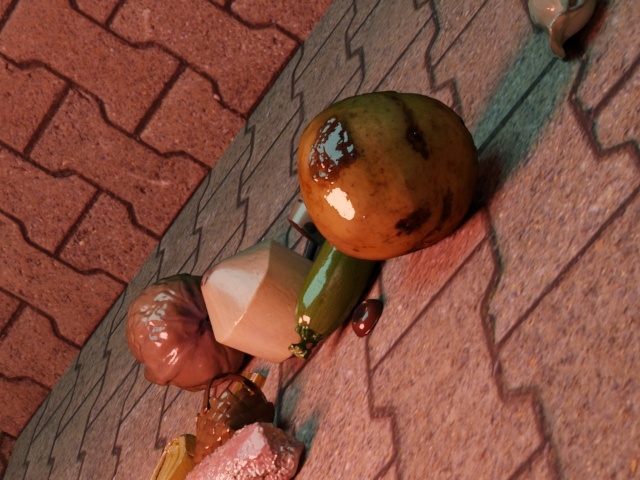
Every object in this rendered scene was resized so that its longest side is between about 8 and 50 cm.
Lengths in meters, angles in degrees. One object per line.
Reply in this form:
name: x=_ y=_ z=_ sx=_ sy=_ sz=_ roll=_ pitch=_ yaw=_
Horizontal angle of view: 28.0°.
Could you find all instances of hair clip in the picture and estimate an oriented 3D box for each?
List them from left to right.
hair clip: x=0.000 y=0.000 z=2.471 sx=0.083 sy=0.048 sz=0.275 roll=-27 pitch=39 yaw=59

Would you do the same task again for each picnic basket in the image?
picnic basket: x=-0.141 y=0.296 z=2.160 sx=0.138 sy=0.128 sz=0.178 roll=-43 pitch=24 yaw=35

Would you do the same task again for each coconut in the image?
coconut: x=-0.101 y=0.102 z=2.235 sx=0.202 sy=0.222 sz=0.202 roll=-53 pitch=21 yaw=30

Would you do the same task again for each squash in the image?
squash: x=0.046 y=0.029 z=2.152 sx=0.378 sy=0.101 sz=0.101 roll=-61 pitch=16 yaw=-16

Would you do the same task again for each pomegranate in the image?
pomegranate: x=0.095 y=-0.099 z=1.930 sx=0.281 sy=0.281 sz=0.281 roll=-52 pitch=17 yaw=23

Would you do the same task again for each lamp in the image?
lamp: x=0.033 y=-0.097 z=2.398 sx=0.214 sy=0.121 sz=0.121 roll=-50 pitch=15 yaw=-5

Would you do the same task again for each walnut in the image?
walnut: x=-0.262 y=0.183 z=2.527 sx=0.248 sy=0.248 sz=0.248 roll=-52 pitch=17 yaw=23

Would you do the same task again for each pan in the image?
pan: x=0.064 y=0.119 z=2.067 sx=0.068 sy=0.023 sz=0.115 roll=-61 pitch=16 yaw=-5

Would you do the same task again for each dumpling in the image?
dumpling: x=0.363 y=-0.346 z=1.938 sx=0.134 sy=0.100 sz=0.169 roll=88 pitch=169 yaw=-47

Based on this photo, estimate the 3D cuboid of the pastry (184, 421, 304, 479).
pastry: x=-0.138 y=0.376 z=2.040 sx=0.265 sy=0.112 sz=0.103 roll=-47 pitch=27 yaw=36

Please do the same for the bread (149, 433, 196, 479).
bread: x=-0.271 y=0.437 z=2.416 sx=0.156 sy=0.064 sz=0.117 roll=-62 pitch=20 yaw=-16

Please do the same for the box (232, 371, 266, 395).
box: x=-0.152 y=0.306 z=2.373 sx=0.133 sy=0.023 sz=0.090 roll=-63 pitch=18 yaw=-16
